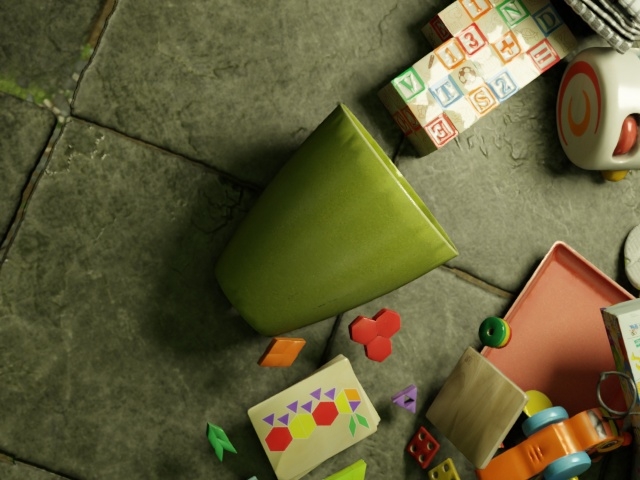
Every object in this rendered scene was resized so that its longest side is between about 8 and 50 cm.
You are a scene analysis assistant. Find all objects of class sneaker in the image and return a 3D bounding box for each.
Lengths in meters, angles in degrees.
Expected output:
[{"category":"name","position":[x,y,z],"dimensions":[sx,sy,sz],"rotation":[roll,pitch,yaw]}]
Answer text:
[{"category":"sneaker","position":[0.568,0.085,1.699],"dimensions":[0.126,0.091,0.240],"rotation":[29,42,-41]}]

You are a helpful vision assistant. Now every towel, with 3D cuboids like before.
[{"category":"towel","position":[0.422,-0.413,1.632],"dimensions":[0.235,0.284,0.121],"rotation":[44,121,-1]}]

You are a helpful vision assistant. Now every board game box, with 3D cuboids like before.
[{"category":"board game box","position":[0.519,0.217,1.522],"dimensions":[0.144,0.142,0.275],"rotation":[-15,89,5]}]

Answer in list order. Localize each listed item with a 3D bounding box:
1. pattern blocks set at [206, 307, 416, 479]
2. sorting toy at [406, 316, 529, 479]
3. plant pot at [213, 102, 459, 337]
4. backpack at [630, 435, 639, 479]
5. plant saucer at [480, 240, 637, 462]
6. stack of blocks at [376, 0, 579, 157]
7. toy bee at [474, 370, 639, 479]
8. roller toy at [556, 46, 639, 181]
[{"category":"pattern blocks set","position":[-0.007,0.262,1.561],"dimensions":[0.325,0.026,0.285],"rotation":[-19,109,-16]},{"category":"sorting toy","position":[0.238,0.259,1.580],"dimensions":[0.046,0.132,0.274],"rotation":[17,108,-44]},{"category":"plant pot","position":[0.000,0.000,1.519],"dimensions":[0.293,0.275,0.275],"rotation":[-38,94,7]},{"category":"backpack","position":[0.560,0.353,1.667],"dimensions":[0.115,0.152,0.182],"rotation":[5,97,-6]},{"category":"plant saucer","position":[0.401,0.176,1.686],"dimensions":[0.259,0.048,0.258],"rotation":[37,79,-8]},{"category":"stack of blocks","position":[0.236,-0.288,1.667],"dimensions":[0.297,0.087,0.171],"rotation":[-37,93,-12]},{"category":"toy bee","position":[0.384,0.309,1.560],"dimensions":[0.162,0.298,0.195],"rotation":[11,68,-43]},{"category":"roller toy","position":[0.474,-0.204,1.658],"dimensions":[0.146,0.191,0.209],"rotation":[-1,85,-13]}]
